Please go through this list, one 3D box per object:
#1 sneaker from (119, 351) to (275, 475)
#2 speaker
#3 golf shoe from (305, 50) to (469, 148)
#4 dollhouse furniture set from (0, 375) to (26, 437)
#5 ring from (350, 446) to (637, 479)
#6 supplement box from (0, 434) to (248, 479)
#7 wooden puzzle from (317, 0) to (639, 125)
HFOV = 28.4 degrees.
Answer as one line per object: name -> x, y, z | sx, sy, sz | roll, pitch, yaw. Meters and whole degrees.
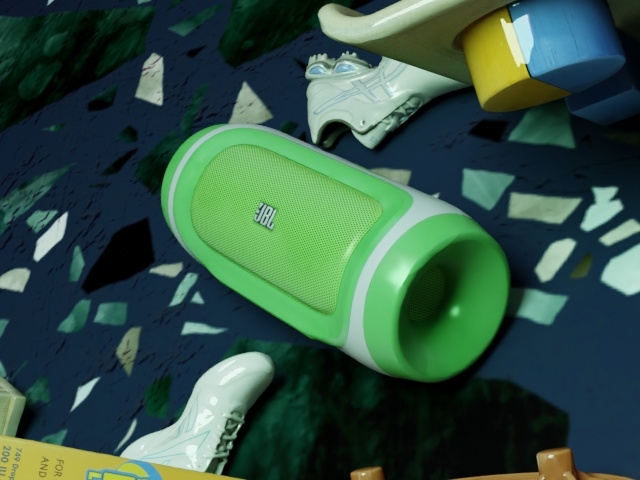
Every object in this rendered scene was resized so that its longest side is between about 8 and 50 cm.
sneaker -> -0.084, 0.148, 0.950 | 0.152, 0.054, 0.061 | -46, 49, 6
speaker -> 0.000, 0.000, 0.947 | 0.131, 0.131, 0.296 | -52, 41, -10
golf shoe -> 0.063, -0.117, 1.059 | 0.176, 0.069, 0.086 | -5, 73, 40
dollhouse furniture set -> -0.361, 0.196, 1.098 | 0.129, 0.129, 0.183 | 25, 103, 48
ring -> 0.010, 0.156, 0.682 | 0.337, 0.336, 0.032 | -13, 85, 31
supplement box -> -0.165, 0.187, 0.845 | 0.080, 0.233, 0.078 | 119, 158, -46
wooden puzzle -> 0.219, -0.143, 0.798 | 0.348, 0.322, 0.080 | -15, 83, 26
